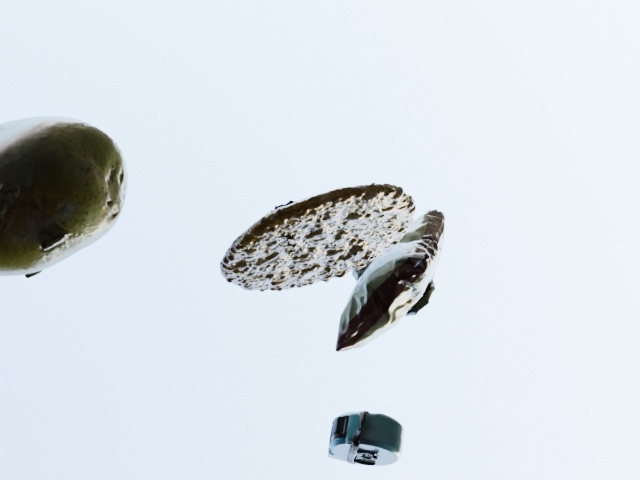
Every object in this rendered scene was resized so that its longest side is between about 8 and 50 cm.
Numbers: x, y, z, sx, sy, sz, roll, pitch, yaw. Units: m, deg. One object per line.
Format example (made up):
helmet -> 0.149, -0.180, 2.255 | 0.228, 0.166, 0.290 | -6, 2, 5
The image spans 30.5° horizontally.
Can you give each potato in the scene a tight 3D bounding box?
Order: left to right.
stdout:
potato -> -0.350, -0.054, 1.387 | 0.148, 0.228, 0.197 | 35, -121, -72

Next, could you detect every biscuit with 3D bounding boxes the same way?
biscuit -> 0.000, -0.001, 1.239 | 0.219, 0.220, 0.033 | 6, -123, -47

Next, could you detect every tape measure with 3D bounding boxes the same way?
tape measure -> 0.079, 0.337, 1.998 | 0.125, 0.146, 0.081 | 10, -117, 0

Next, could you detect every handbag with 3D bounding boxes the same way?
handbag -> 0.113, 0.061, 1.830 | 0.127, 0.213, 0.235 | 36, -158, -1
